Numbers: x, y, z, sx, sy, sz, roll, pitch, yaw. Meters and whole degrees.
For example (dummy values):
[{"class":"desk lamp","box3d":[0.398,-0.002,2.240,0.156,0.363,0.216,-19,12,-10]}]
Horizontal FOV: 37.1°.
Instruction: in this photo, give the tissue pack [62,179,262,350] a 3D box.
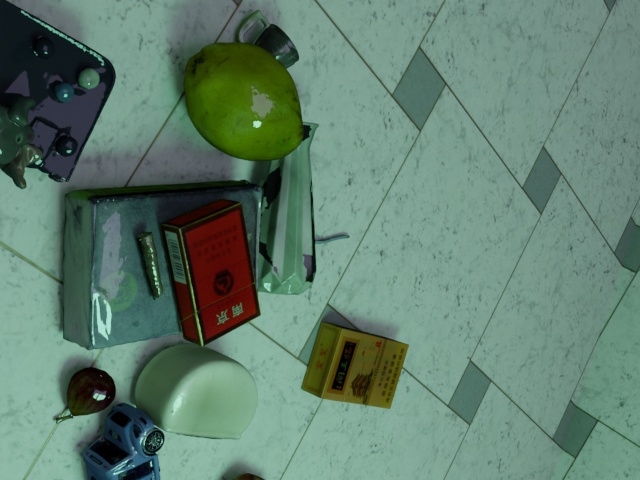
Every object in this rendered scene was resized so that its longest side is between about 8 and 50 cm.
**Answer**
[{"class":"tissue pack","box3d":[-0.295,0.035,1.823,0.394,0.124,0.288,-7,106,-44]}]

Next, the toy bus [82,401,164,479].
[{"class":"toy bus","box3d":[-0.380,0.471,1.856,0.133,0.125,0.292,-20,116,-40]}]

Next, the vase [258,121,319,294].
[{"class":"vase","box3d":[-0.075,-0.071,2.008,0.165,0.165,0.360,2,96,-46]}]

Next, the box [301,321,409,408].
[{"class":"box","box3d":[0.089,0.309,2.332,0.274,0.076,0.174,19,86,-47]}]

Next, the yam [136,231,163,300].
[{"class":"yam","box3d":[-0.301,0.048,1.713,0.033,0.027,0.129,-30,120,-37]}]

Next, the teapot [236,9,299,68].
[{"class":"teapot","box3d":[-0.114,-0.391,1.940,0.091,0.124,0.092,-41,170,-12]}]

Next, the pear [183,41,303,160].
[{"class":"pear","box3d":[-0.146,-0.263,1.835,0.269,0.212,0.212,41,71,-32]}]

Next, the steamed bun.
[{"class":"steamed bun","box3d":[-0.243,0.301,1.933,0.242,0.146,0.164,18,91,-46]}]

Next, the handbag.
[{"class":"handbag","box3d":[-0.509,-0.236,1.541,0.326,0.118,0.269,25,84,-44]}]

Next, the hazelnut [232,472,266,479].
[{"class":"hazelnut","box3d":[-0.164,0.593,2.122,0.150,0.150,0.150,-15,111,-43]}]

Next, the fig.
[{"class":"fig","box3d":[-0.444,0.300,1.787,0.125,0.089,0.089,-51,137,11]}]

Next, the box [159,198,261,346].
[{"class":"box","box3d":[-0.203,0.058,1.784,0.153,0.074,0.239,-29,119,-43]}]

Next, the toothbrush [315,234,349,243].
[{"class":"toothbrush","box3d":[0.000,0.000,2.199,0.193,0.013,0.019,-8,98,-44]}]
